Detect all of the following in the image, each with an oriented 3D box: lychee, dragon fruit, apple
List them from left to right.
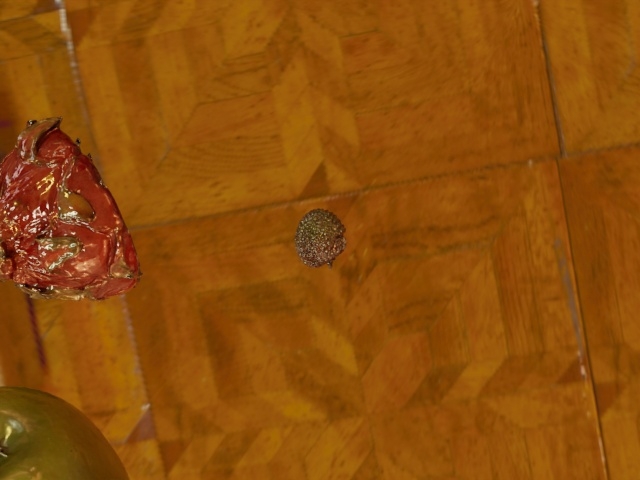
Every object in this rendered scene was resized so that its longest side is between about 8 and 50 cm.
[{"bbox_3d":[-0.243,0.208,0.937,0.196,0.196,0.157,7,134,8],"label":"apple"},{"bbox_3d":[-0.319,-0.013,1.365,0.148,0.218,0.224,-30,106,-20],"label":"dragon fruit"},{"bbox_3d":[0.000,0.000,1.545,0.068,0.067,0.083,-14,98,9],"label":"lychee"}]
